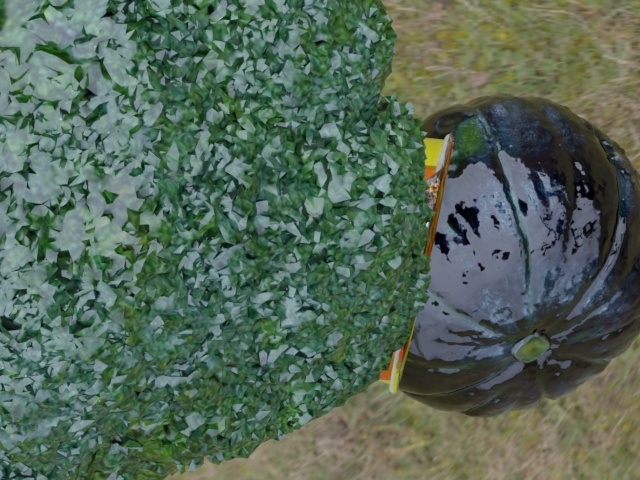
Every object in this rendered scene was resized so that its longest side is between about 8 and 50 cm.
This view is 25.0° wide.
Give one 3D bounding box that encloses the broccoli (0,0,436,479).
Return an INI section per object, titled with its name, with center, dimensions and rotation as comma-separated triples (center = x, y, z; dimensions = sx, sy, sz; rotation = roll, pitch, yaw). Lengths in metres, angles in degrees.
[broccoli]
center = -0.095, -0.026, 0.588
dimensions = 0.308, 0.275, 0.307
rotation = -3, 114, -6

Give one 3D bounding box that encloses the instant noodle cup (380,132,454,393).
[instant noodle cup]
center = 0.000, 0.000, 1.132
dimensions = 0.174, 0.213, 0.213
rotation = 13, 103, 5

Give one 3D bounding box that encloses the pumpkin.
[pumpkin]
center = 0.189, 0.017, 1.548
dimensions = 0.363, 0.363, 0.266
rotation = -42, 39, 22
